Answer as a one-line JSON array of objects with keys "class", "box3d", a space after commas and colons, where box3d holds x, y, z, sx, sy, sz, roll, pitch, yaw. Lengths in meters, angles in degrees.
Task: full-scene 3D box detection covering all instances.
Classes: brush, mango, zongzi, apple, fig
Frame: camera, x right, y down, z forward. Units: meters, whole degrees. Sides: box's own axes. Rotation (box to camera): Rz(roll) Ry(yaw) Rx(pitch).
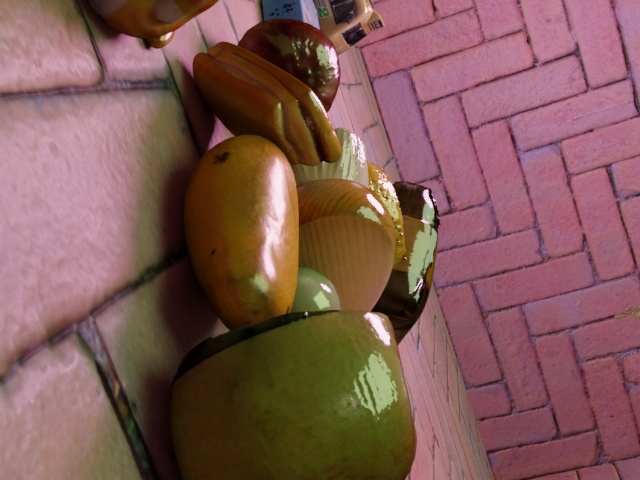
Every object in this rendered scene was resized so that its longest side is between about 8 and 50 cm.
[{"class": "brush", "box3d": [0.000, 0.000, 0.927, 0.266, 0.174, 0.166, 85, -7, -45]}, {"class": "mango", "box3d": [-0.079, -0.005, 0.697, 0.262, 0.109, 0.157, -88, 170, -53]}, {"class": "zongzi", "box3d": [0.179, 0.058, 1.542, 0.317, 0.154, 0.289, 75, 33, -63]}, {"class": "apple", "box3d": [-0.016, 0.150, 0.574, 0.173, 0.188, 0.207, -87, 158, -60]}, {"class": "fig", "box3d": [-0.076, -0.243, 1.033, 0.143, 0.231, 0.160, -41, 123, -27]}]

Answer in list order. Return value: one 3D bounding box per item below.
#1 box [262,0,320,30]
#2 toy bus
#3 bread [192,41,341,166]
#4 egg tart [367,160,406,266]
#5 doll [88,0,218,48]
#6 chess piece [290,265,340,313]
[{"class": "box", "box3d": [-0.052, -0.419, 1.385, 0.142, 0.083, 0.232, 56, 20, -52]}, {"class": "toy bus", "box3d": [0.002, -0.607, 1.586, 0.177, 0.202, 0.365, -20, 94, -78]}, {"class": "bread", "box3d": [-0.065, -0.153, 0.817, 0.200, 0.077, 0.116, 38, -21, 39]}, {"class": "egg tart", "box3d": [0.055, -0.035, 1.116, 0.288, 0.118, 0.288, 165, -90, -84]}, {"class": "doll", "box3d": [-0.107, -0.287, 0.640, 0.162, 0.270, 0.166, -40, 116, -58]}, {"class": "chess piece", "box3d": [-0.010, 0.148, 0.770, 0.144, 0.144, 0.251, 50, 20, -60]}]
